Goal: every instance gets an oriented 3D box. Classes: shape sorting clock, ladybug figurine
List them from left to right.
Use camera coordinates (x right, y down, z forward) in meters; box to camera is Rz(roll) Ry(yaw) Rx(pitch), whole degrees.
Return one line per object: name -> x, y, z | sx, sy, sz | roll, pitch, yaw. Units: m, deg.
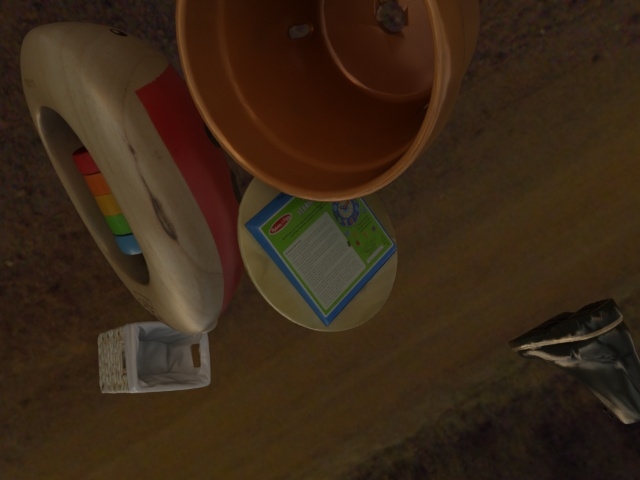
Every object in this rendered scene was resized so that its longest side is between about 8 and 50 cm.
ladybug figurine -> -0.222, -0.079, 1.013 | 0.162, 0.305, 0.449 | -34, 118, -26
shape sorting clock -> 0.000, 0.000, 0.864 | 0.206, 0.206, 0.040 | -11, 174, -37

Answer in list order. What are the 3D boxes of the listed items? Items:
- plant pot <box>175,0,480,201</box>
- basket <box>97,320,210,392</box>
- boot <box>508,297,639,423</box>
plant pot -> 0.032, -0.209, 0.781 | 0.203, 0.291, 0.290 | -37, 165, -48
basket -> -0.279, 0.196, 1.297 | 0.103, 0.113, 0.167 | -13, 167, 35
boot -> 0.301, 0.153, 0.897 | 0.077, 0.137, 0.198 | -28, 174, -15
